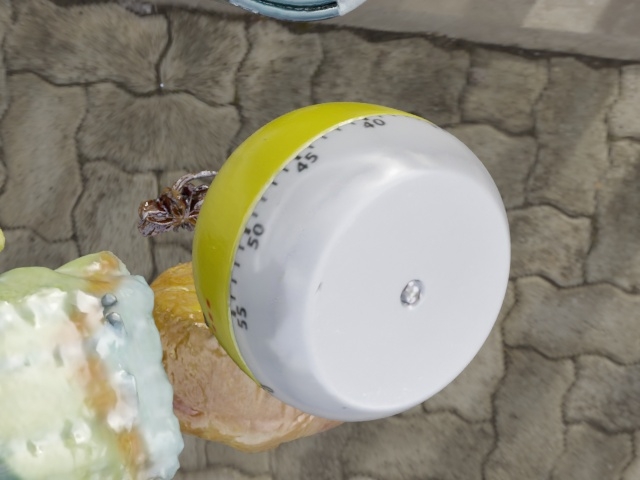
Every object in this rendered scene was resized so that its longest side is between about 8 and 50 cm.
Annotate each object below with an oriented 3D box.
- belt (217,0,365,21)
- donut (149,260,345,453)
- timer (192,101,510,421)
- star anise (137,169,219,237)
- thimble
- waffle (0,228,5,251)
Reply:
[{"bbox_3d":[-0.082,-0.445,1.552,0.436,0.173,0.300,20,98,-33],"label":"belt"},{"bbox_3d":[-0.078,0.124,1.429,0.299,0.317,0.150,11,108,-4],"label":"donut"},{"bbox_3d":[0.000,0.000,1.055,0.285,0.285,0.285,-1,97,-7],"label":"timer"},{"bbox_3d":[-0.179,-0.059,1.748,0.190,0.097,0.070,-15,56,-33],"label":"star anise"},{"bbox_3d":[-0.236,0.117,0.835,0.288,0.254,0.167,-14,83,9],"label":"thimble"},{"bbox_3d":[-0.527,0.071,1.263,0.382,0.095,0.380,6,130,-23],"label":"waffle"}]
